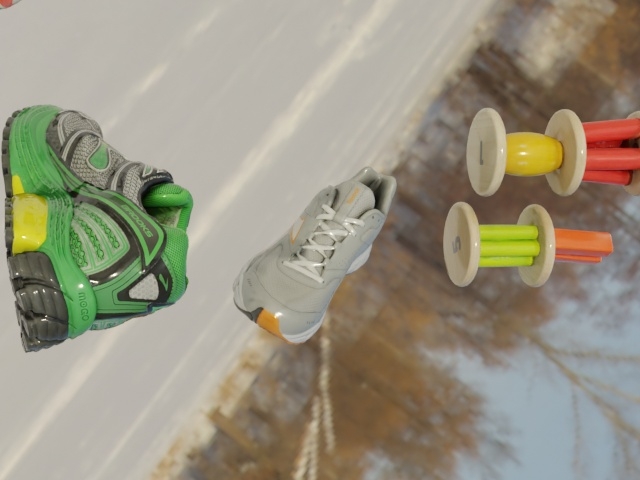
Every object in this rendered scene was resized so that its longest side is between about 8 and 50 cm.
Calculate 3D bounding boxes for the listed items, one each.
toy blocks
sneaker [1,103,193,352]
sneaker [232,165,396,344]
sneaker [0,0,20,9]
[{"bbox_3d":[0.160,-0.024,0.860,0.054,0.148,0.123,-108,-157,-50],"label":"toy blocks"},{"bbox_3d":[-0.181,-0.017,1.139,0.343,0.146,0.134,-117,-158,-60],"label":"sneaker"},{"bbox_3d":[0.000,0.000,1.401,0.121,0.099,0.262,-58,178,33],"label":"sneaker"},{"bbox_3d":[-0.374,-0.327,1.531,0.075,0.161,0.057,-27,-179,30],"label":"sneaker"}]
